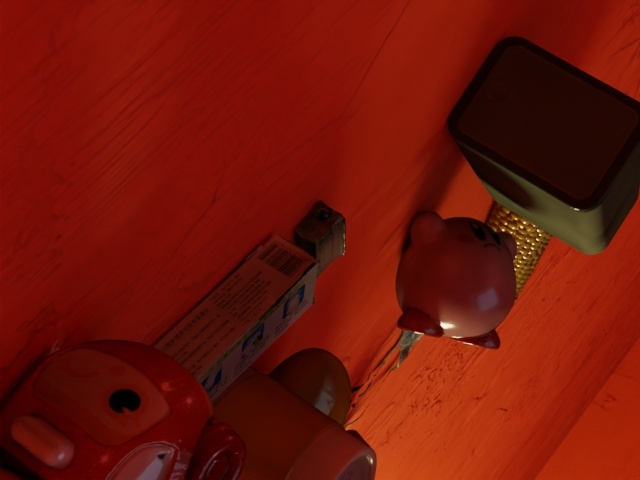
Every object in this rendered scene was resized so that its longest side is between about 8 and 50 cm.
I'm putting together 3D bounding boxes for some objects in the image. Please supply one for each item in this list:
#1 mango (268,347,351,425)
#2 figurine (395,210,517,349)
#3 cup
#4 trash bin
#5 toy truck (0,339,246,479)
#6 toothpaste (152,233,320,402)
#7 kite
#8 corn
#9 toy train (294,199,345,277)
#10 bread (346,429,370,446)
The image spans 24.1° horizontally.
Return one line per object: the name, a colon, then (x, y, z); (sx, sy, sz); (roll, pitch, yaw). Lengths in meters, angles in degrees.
mango: (-0.066, 0.281, 1.800); (0.332, 0.142, 0.195); (-57, 167, -3)
figurine: (0.185, 0.051, 2.028); (0.173, 0.173, 0.173); (-48, 158, -26)
cup: (-0.077, 0.262, 1.616); (0.185, 0.226, 0.241); (-21, 131, -59)
trash bin: (0.314, -0.108, 2.028); (0.158, 0.223, 0.343); (-56, 163, -6)
toy truck: (-0.219, 0.204, 1.267); (0.265, 0.189, 0.239); (-61, 150, 0)
toothpaste: (-0.127, 0.124, 1.530); (0.336, 0.067, 0.081); (-43, 155, -35)
kite: (0.126, 0.161, 2.269); (0.310, 0.015, 0.169); (-52, 160, -18)
corn: (0.293, 0.008, 2.320); (0.106, 0.106, 0.305); (-32, 152, -51)
toy train: (0.000, 0.000, 1.691); (0.056, 0.038, 0.093); (-46, 158, -24)
bread: (0.028, 0.315, 2.205); (0.085, 0.053, 0.085); (-45, 167, -13)
